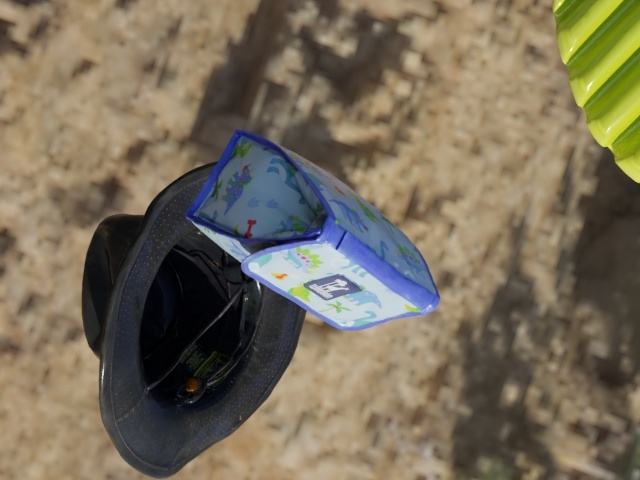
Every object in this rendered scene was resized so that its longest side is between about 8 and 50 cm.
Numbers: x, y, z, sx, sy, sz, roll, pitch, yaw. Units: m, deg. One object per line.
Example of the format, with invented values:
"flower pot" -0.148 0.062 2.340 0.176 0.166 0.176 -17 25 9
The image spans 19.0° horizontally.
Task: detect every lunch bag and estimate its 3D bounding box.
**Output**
"lunch bag" 0.000 0.000 1.355 0.129 0.151 0.096 33 83 -40

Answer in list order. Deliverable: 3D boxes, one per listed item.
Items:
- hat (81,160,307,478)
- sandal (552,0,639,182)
"hat" -0.143 0.049 1.790 0.331 0.134 0.331 -36 140 -39
"sandal" 0.223 -0.054 0.980 0.126 0.317 0.138 -30 -172 17
